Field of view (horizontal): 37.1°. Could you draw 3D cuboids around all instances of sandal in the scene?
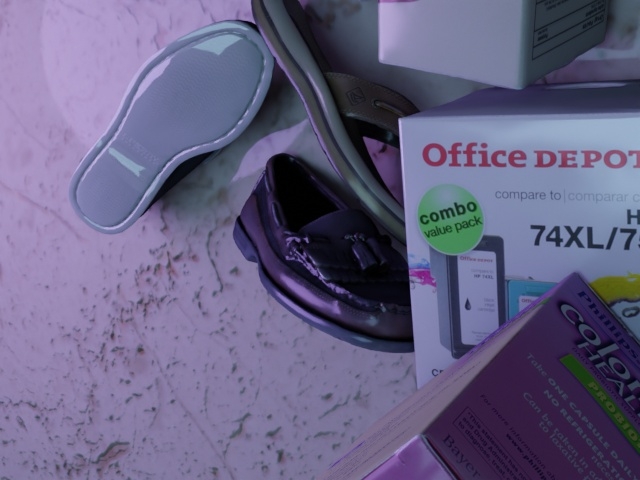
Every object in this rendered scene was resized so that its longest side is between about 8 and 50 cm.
[{"bbox_3d":[0.039,-0.110,0.834,0.086,0.120,0.302,-30,83,8],"label":"sandal"}]

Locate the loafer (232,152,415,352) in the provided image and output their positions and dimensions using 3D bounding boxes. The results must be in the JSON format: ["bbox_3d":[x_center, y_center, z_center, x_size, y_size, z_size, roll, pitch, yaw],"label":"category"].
[{"bbox_3d":[0.000,0.000,0.829,0.302,0.109,0.095,38,118,59],"label":"loafer"}]

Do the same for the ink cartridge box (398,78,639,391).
[{"bbox_3d":[0.194,0.022,0.720,0.198,0.197,0.270,3,106,31],"label":"ink cartridge box"}]

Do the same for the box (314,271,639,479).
[{"bbox_3d":[0.078,0.156,0.566,0.117,0.243,0.213,50,124,7],"label":"box"}]

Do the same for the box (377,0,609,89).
[{"bbox_3d":[0.129,-0.245,0.682,0.127,0.149,0.232,19,124,34],"label":"box"}]

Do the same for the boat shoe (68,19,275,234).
[{"bbox_3d":[-0.146,-0.123,0.955,0.303,0.091,0.114,-34,105,33],"label":"boat shoe"}]
